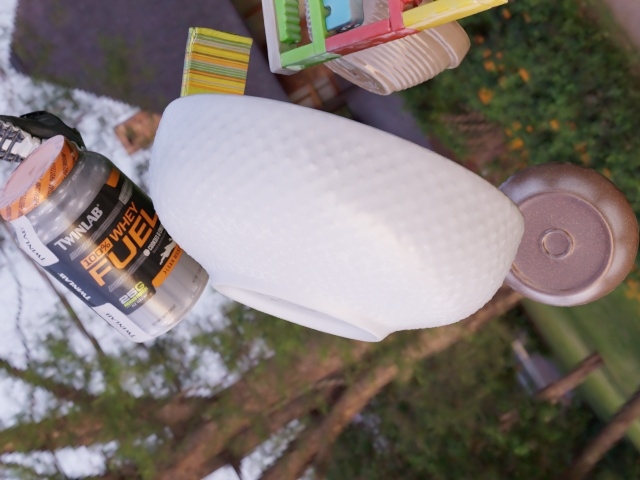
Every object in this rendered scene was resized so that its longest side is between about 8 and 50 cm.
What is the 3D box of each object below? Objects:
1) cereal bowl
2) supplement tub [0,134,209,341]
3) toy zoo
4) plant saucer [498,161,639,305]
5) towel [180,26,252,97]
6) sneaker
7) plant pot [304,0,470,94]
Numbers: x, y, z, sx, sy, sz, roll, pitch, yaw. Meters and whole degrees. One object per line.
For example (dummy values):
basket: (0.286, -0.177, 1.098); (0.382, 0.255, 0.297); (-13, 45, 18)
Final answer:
cereal bowl: (0.000, 0.000, 1.083); (0.339, 0.141, 0.339); (18, 171, 3)
supplement tub: (-0.336, -0.004, 1.886); (0.316, 0.193, 0.193); (44, -173, -26)
toy zoo: (0.060, -0.275, 1.073); (0.030, 0.293, 0.192); (-1, -98, -50)
plant saucer: (0.301, -0.001, 1.546); (0.198, 0.199, 0.036); (59, -154, -9)
towel: (-0.158, -0.187, 1.777); (0.021, 0.102, 0.237); (16, 100, 56)
sneaker: (-0.515, -0.187, 2.146); (0.234, 0.078, 0.106); (17, -143, -33)
plant pot: (0.065, -0.264, 1.574); (0.237, 0.109, 0.237); (30, 175, 3)
